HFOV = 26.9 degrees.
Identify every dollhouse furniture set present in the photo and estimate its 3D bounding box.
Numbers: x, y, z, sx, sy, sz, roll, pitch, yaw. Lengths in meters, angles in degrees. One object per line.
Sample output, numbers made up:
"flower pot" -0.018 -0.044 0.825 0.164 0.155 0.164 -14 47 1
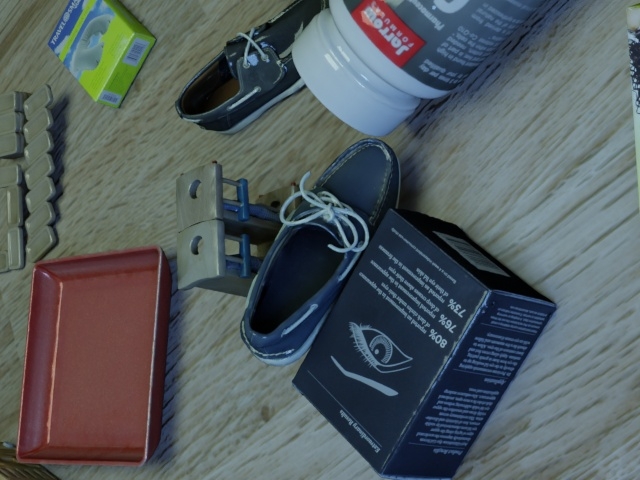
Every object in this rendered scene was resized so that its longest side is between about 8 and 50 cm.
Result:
"dollhouse furniture set" -0.042 -0.021 1.397 0.184 0.129 0.129 -19 67 41

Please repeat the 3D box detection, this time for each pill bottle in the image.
"pill bottle" 0.111 -0.239 1.280 0.283 0.161 0.161 -44 53 28

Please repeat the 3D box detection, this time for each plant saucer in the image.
"plant saucer" -0.270 0.145 1.634 0.258 0.048 0.259 -7 76 43

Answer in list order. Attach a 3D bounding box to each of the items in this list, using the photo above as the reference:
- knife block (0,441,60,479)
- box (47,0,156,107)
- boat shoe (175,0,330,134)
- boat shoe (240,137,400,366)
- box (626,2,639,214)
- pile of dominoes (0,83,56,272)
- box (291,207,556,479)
"knife block" -0.396 0.403 1.662 0.276 0.088 0.242 22 95 44
"box" -0.295 -0.266 1.761 0.178 0.042 0.109 46 112 39
"boat shoe" -0.069 -0.202 1.505 0.233 0.079 0.084 -37 55 30
"boat shoe" 0.000 0.000 1.290 0.095 0.079 0.254 31 74 16
"box" 0.301 -0.076 1.066 0.087 0.058 0.232 7 112 45
"pile of dominoes" -0.416 -0.081 1.853 0.196 0.040 0.251 -8 83 42
"box" 0.093 0.099 1.253 0.153 0.108 0.207 43 110 41
